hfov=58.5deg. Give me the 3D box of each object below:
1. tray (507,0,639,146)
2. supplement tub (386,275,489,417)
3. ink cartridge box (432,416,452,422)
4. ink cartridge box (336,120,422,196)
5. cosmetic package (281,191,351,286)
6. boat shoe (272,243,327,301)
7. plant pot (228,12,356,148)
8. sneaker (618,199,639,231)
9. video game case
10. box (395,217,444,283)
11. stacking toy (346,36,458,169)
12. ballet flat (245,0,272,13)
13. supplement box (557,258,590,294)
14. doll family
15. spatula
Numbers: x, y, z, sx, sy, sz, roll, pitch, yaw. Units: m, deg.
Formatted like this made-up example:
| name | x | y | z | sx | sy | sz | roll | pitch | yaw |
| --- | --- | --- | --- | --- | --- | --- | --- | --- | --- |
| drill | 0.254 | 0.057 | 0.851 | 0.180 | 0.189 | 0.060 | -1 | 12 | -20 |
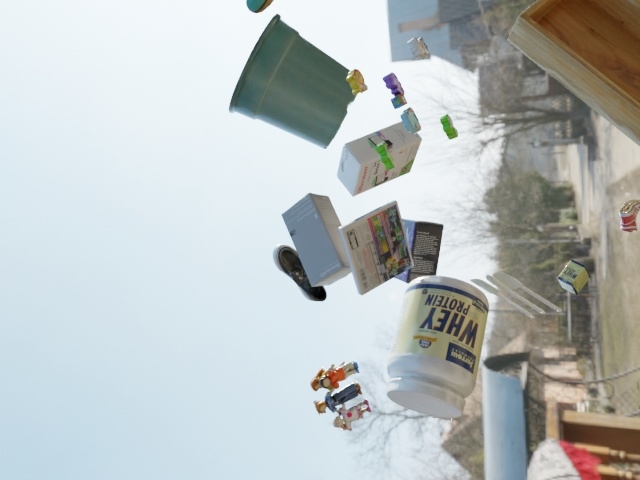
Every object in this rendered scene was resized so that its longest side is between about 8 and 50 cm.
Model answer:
| name | x | y | z | sx | sy | sz | roll | pitch | yaw |
| --- | --- | --- | --- | --- | --- | --- | --- | --- | --- |
| tray | 0.568 | -0.314 | 1.041 | 0.203 | 0.411 | 0.076 | -41 | -13 | -16 |
| supplement tub | 0.311 | 0.283 | 1.532 | 0.235 | 0.235 | 0.325 | 58 | -136 | -52 |
| ink cartridge box | 0.386 | 0.496 | 1.843 | 0.198 | 0.067 | 0.115 | 71 | -159 | -45 |
| ink cartridge box | 0.216 | -0.305 | 2.131 | 0.117 | 0.278 | 0.201 | 56 | 158 | 24 |
| cosmetic package | 0.000 | 0.000 | 1.610 | 0.107 | 0.127 | 0.238 | 5 | -125 | -54 |
| boat shoe | -0.054 | 0.101 | 1.683 | 0.080 | 0.076 | 0.229 | -45 | -59 | -22 |
| plant pot | -0.066 | -0.479 | 1.822 | 0.341 | 0.334 | 0.341 | -60 | 7 | 13 |
| sneaker | 0.819 | -0.064 | 1.506 | 0.118 | 0.042 | 0.067 | -28 | -69 | -38 |
| video game case | 0.151 | 0.019 | 1.517 | 0.183 | 0.023 | 0.201 | -27 | -67 | -22 |
| box | 0.311 | 0.034 | 1.889 | 0.153 | 0.108 | 0.207 | -164 | 80 | -71 |
| stacking toy | 0.166 | -0.275 | 1.153 | 0.052 | 0.167 | 0.221 | -28 | -85 | -55 |
| ballet flat | -0.116 | -0.707 | 1.524 | 0.080 | 0.232 | 0.073 | 50 | -147 | -4 |
| supplement box | 0.861 | 0.125 | 1.943 | 0.083 | 0.056 | 0.083 | -51 | -46 | -3 |
| doll family | 0.052 | 0.499 | 1.884 | 0.118 | 0.163 | 0.263 | 34 | 144 | 63 |
| spatula | 0.584 | 0.165 | 1.701 | 0.019 | 0.242 | 0.168 | -62 | 10 | -25 |
